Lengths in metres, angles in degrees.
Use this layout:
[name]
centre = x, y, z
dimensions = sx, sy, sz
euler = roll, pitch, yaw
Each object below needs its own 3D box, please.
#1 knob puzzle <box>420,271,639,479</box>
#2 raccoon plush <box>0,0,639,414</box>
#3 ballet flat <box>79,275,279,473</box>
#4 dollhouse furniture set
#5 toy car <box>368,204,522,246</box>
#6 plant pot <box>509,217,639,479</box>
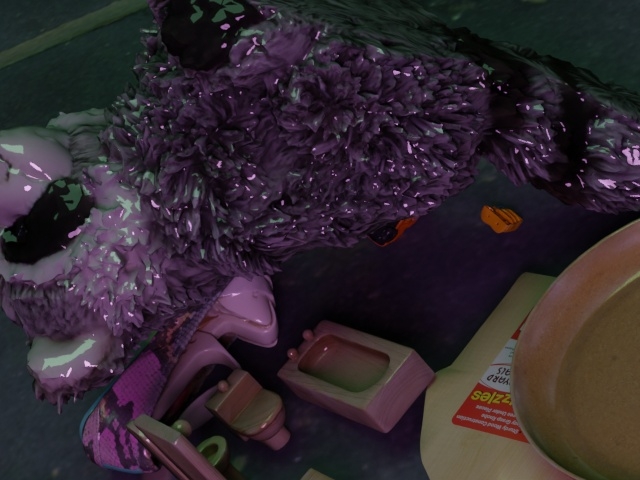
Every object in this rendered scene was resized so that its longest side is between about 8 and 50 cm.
[knob puzzle]
centre = 0.143, 0.107, 1.133
dimensions = 0.213, 0.030, 0.213
euler = -19, 36, 15
[raccoon plush]
centre = 0.000, 0.000, 1.212
dimensions = 0.216, 0.446, 0.299
euler = -66, 0, -70
[ballet flat]
centre = -0.078, 0.071, 1.315
dimensions = 0.079, 0.077, 0.221
euler = 19, 61, 26
[dollhouse furniture set]
centre = -0.034, 0.091, 1.176
dimensions = 0.151, 0.123, 0.144
euler = -49, 27, -14
[toy car]
centre = 0.084, -0.012, 1.337
dimensions = 0.122, 0.060, 0.040
euler = 26, 17, 32
[plant pot]
centre = 0.222, 0.061, 1.079
dimensions = 0.236, 0.032, 0.236
euler = -19, 36, 14
